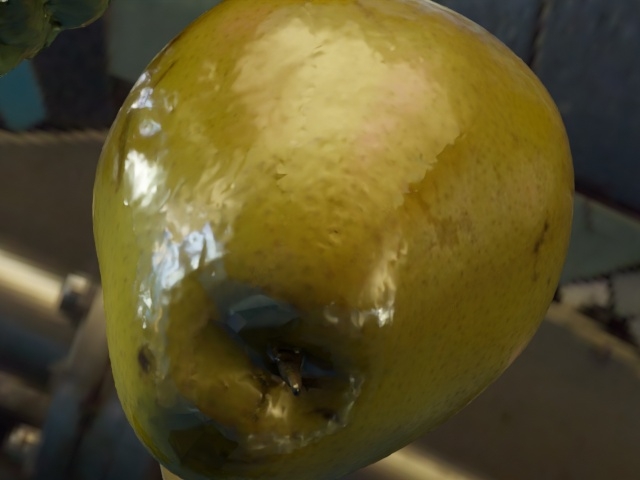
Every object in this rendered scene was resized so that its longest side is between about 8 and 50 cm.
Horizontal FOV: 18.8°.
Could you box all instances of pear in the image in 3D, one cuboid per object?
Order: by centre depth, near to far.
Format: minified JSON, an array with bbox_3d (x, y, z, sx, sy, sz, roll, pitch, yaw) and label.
[{"bbox_3d":[0.005,0.008,1.078,0.284,0.285,0.336,17,-130,-14],"label":"pear"}]

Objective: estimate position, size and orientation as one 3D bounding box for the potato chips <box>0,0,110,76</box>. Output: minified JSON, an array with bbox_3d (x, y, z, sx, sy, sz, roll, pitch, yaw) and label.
[{"bbox_3d":[-0.123,-0.216,1.214,0.373,0.389,0.097,-28,-108,-28],"label":"potato chips"}]

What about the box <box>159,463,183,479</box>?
[{"bbox_3d":[-0.063,0.178,1.488,0.111,0.111,0.177,31,165,19],"label":"box"}]
